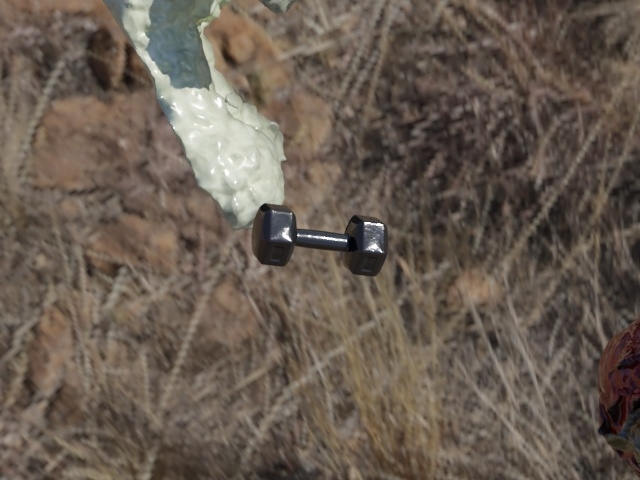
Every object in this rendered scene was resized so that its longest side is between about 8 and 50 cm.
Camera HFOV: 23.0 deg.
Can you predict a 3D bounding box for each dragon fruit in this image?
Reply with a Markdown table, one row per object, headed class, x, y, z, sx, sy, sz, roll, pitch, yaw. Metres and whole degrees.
| class | x | y | z | sx | sy | sz | roll | pitch | yaw |
| --- | --- | --- | --- | --- | --- | --- | --- | --- | --- |
| dragon fruit | 0.323 | 0.138 | 1.358 | 0.172 | 0.209 | 0.172 | -9 | 75 | 37 |

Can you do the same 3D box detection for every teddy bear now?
| class | x | y | z | sx | sy | sz | roll | pitch | yaw |
| --- | --- | --- | --- | --- | --- | --- | --- | --- | --- |
| teddy bear | -0.011 | -0.258 | 1.295 | 0.362 | 0.327 | 0.375 | -30 | 100 | 5 |

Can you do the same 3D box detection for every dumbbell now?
| class | x | y | z | sx | sy | sz | roll | pitch | yaw |
| --- | --- | --- | --- | --- | --- | --- | --- | --- | --- |
| dumbbell | 0.000 | 0.000 | 0.968 | 0.083 | 0.040 | 0.036 | 7 | 100 | -16 |
